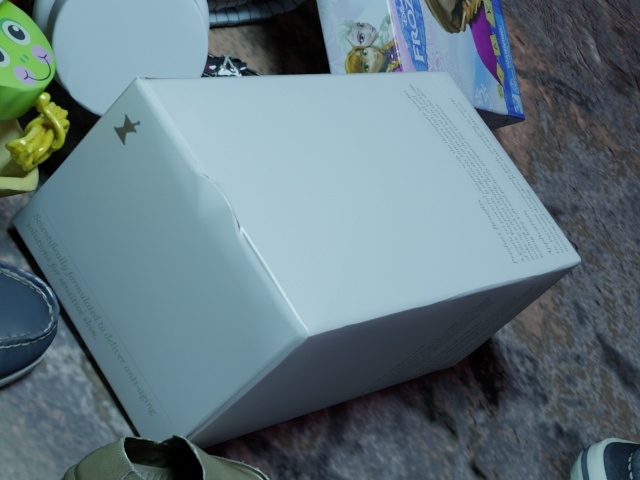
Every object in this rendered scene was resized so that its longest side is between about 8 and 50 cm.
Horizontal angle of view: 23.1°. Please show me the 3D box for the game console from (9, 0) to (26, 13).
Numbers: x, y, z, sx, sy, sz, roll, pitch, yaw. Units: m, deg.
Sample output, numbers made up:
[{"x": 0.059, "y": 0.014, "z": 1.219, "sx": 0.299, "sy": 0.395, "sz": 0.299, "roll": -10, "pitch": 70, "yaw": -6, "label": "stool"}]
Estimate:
[{"x": -0.292, "y": -0.209, "z": 1.109, "sx": 0.144, "sy": 0.085, "sz": 0.124, "roll": 57, "pitch": 1, "yaw": 17, "label": "game console"}]

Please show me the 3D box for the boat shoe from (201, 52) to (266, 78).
[{"x": -0.069, "y": -0.128, "z": 1.256, "sx": 0.125, "sy": 0.038, "sz": 0.046, "roll": 34, "pitch": 32, "yaw": -19, "label": "boat shoe"}]

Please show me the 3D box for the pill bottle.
[{"x": -0.139, "y": -0.159, "z": 1.069, "sx": 0.119, "sy": 0.119, "sz": 0.208, "roll": 32, "pitch": 12, "yaw": -22, "label": "pill bottle"}]

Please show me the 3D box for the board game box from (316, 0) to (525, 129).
[{"x": 0.075, "y": -0.261, "z": 1.380, "sx": 0.318, "sy": 0.066, "sz": 0.319, "roll": -1, "pitch": 79, "yaw": -66, "label": "board game box"}]

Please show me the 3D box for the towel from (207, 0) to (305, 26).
[{"x": -0.128, "y": -0.302, "z": 1.314, "sx": 0.235, "sy": 0.121, "sz": 0.283, "roll": 53, "pitch": 31, "yaw": 14, "label": "towel"}]

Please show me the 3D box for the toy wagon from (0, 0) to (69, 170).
[{"x": -0.269, "y": -0.179, "z": 0.890, "sx": 0.344, "sy": 0.068, "sz": 0.267, "roll": 40, "pitch": 31, "yaw": -10, "label": "toy wagon"}]

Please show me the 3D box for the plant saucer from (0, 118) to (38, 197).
[{"x": -0.361, "y": -0.141, "z": 0.879, "sx": 0.333, "sy": 0.081, "sz": 0.333, "roll": 2, "pitch": 52, "yaw": -50, "label": "plant saucer"}]

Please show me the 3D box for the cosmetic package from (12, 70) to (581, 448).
[{"x": 0.000, "y": 0.000, "z": 1.072, "sx": 0.365, "sy": 0.155, "sz": 0.197, "roll": -9, "pitch": 62, "yaw": -53, "label": "cosmetic package"}]

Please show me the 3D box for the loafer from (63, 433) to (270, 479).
[{"x": -0.077, "y": 0.145, "z": 0.909, "sx": 0.148, "sy": 0.050, "sz": 0.056, "roll": 11, "pitch": 44, "yaw": -43, "label": "loafer"}]

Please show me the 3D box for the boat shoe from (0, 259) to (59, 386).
[{"x": -0.239, "y": 0.021, "z": 0.833, "sx": 0.254, "sy": 0.079, "sz": 0.095, "roll": 16, "pitch": 41, "yaw": -40, "label": "boat shoe"}]

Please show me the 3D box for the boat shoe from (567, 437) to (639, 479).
[{"x": 0.398, "y": 0.253, "z": 1.258, "sx": 0.500, "sy": 0.156, "sz": 0.187, "roll": 24, "pitch": 38, "yaw": -29, "label": "boat shoe"}]
